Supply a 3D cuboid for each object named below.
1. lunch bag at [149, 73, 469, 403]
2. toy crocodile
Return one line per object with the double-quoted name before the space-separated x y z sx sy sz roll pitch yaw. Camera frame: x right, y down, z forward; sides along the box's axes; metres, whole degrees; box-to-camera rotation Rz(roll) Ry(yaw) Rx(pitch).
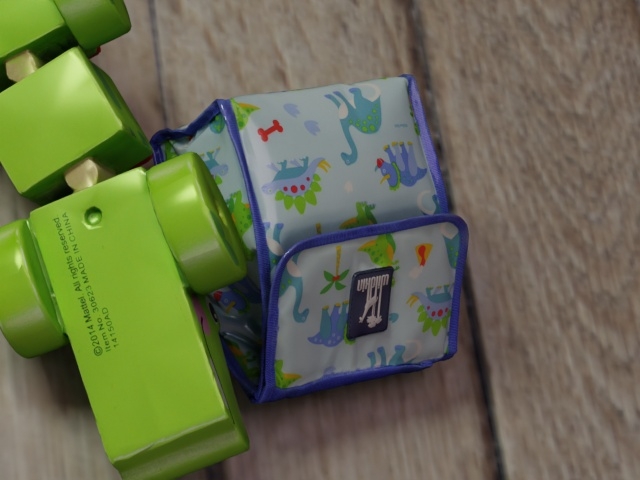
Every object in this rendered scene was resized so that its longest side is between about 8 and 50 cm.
"lunch bag" 0.000 0.000 1.011 0.129 0.096 0.151 -10 83 -36
"toy crocodile" -0.119 -0.044 0.963 0.115 0.105 0.340 -26 76 6
